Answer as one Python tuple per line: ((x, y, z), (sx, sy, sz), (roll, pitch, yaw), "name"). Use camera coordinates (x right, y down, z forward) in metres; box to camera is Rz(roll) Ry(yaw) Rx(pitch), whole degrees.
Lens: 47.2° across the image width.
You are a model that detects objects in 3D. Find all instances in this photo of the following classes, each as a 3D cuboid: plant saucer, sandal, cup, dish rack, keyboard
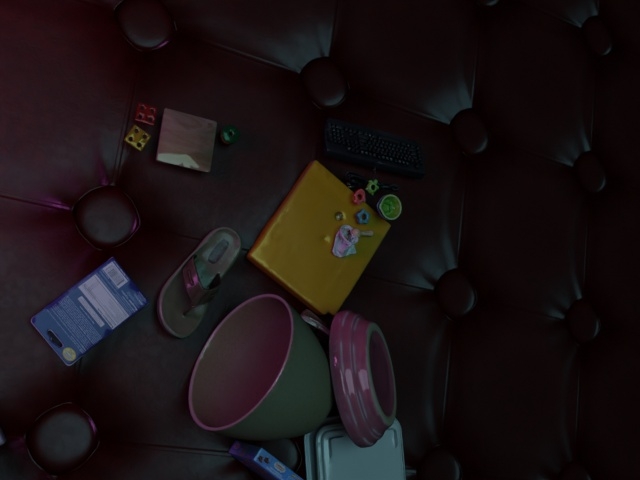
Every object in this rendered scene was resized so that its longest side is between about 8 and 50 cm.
((0.112, 0.328, 1.774), (0.332, 0.084, 0.332), (-12, 90, -73), "plant saucer")
((-0.283, 0.088, 1.727), (0.120, 0.086, 0.302), (35, 68, -18), "sandal")
((-0.102, 0.321, 1.674), (0.237, 0.331, 0.331), (37, 67, -32), "cup")
((0.105, 0.611, 1.858), (0.286, 0.072, 0.332), (-1, 82, -27), "dish rack")
((0.152, -0.222, 2.007), (0.317, 0.033, 0.201), (10, 65, -25), "keyboard")

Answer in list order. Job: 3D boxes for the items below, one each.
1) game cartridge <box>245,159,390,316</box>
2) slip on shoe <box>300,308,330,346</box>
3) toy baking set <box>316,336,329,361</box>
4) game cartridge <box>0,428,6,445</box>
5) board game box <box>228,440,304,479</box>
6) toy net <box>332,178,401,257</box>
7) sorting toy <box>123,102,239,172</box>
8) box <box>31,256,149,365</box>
((0.000, 0.000, 1.912), (0.285, 0.053, 0.323), (40, 69, -16), "game cartridge")
((0.005, 0.225, 1.857), (0.135, 0.051, 0.041), (33, 52, -4), "slip on shoe")
((0.003, 0.297, 1.873), (0.256, 0.030, 0.196), (23, 72, -22), "toy baking set")
((-0.827, 0.374, 1.405), (0.355, 0.068, 0.230), (-25, 90, -20), "game cartridge")
((-0.100, 0.549, 1.709), (0.211, 0.160, 0.039), (41, 66, -16), "board game box")
((0.108, -0.054, 1.912), (0.232, 0.045, 0.122), (-46, 111, -22), "toy net")
((-0.337, -0.239, 1.772), (0.275, 0.046, 0.132), (11, 77, -26), "sorting toy")
((-0.512, 0.157, 1.628), (0.225, 0.036, 0.136), (-41, 101, -27), "box")
